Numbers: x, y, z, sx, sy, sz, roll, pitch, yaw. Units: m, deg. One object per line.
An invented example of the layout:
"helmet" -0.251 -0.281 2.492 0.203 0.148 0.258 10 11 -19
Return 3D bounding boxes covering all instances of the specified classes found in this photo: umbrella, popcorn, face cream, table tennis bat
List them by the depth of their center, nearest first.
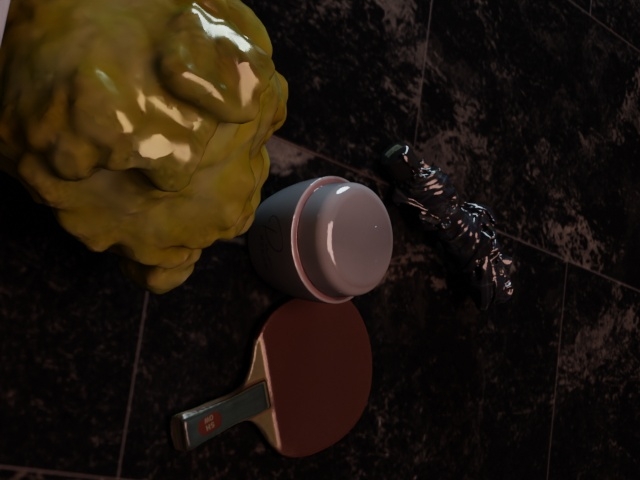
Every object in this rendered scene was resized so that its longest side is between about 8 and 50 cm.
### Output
"popcorn" -0.137 -0.099 0.887 0.250 0.235 0.241 72 13 -58
"face cream" 0.000 0.000 1.116 0.117 0.104 0.117 4 85 -49
"table tennis bat" -0.036 0.136 1.132 0.274 0.021 0.154 -19 102 -49
"umbrella" 0.143 -0.024 1.307 0.224 0.071 0.080 48 27 -29

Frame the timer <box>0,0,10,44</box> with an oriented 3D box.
"timer" -0.300 -0.164 0.678 0.192 0.194 0.195 45 26 -37
